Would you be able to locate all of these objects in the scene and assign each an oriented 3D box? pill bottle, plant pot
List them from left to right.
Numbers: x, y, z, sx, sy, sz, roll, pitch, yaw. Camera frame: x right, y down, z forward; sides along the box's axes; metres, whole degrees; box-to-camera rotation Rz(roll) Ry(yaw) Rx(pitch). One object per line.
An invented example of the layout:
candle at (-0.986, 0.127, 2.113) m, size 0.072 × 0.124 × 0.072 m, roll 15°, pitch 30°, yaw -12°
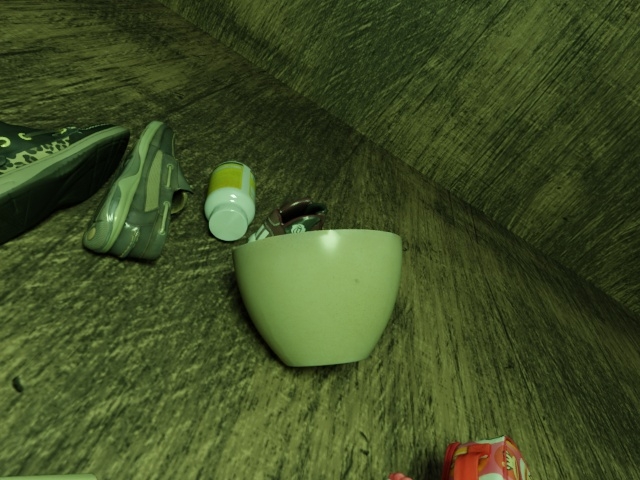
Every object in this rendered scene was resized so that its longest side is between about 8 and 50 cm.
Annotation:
pill bottle at (-0.188, -0.083, 0.970) m, size 0.103 × 0.103 × 0.184 m, roll 23°, pitch 30°, yaw -21°
plant pot at (0.003, 0.105, 0.766) m, size 0.284 × 0.284 × 0.190 m, roll 5°, pitch 75°, yaw -43°

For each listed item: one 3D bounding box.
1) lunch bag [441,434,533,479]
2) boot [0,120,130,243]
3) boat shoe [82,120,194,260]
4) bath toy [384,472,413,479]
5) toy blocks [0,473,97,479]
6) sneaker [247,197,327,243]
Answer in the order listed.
lunch bag at (0.217, 0.391, 0.565) m, size 0.293 × 0.120 × 0.258 m, roll -32°, pitch 101°, yaw -63°
boot at (-0.509, -0.161, 0.721) m, size 0.284 × 0.138 × 0.377 m, roll 33°, pitch 34°, yaw -5°
boat shoe at (-0.312, -0.089, 0.847) m, size 0.130 × 0.132 × 0.355 m, roll 32°, pitch 35°, yaw -27°
bath toy at (-0.007, 0.328, 0.485) m, size 0.348 × 0.129 × 0.151 m, roll 12°, pitch 17°, yaw -39°
toy blocks at (-0.260, 0.277, 0.158) m, size 0.260 × 0.288 × 0.309 m, roll 19°, pitch 34°, yaw -37°
sneaker at (0.000, 0.000, 0.983) m, size 0.281 × 0.162 × 0.106 m, roll 14°, pitch 35°, yaw -34°
